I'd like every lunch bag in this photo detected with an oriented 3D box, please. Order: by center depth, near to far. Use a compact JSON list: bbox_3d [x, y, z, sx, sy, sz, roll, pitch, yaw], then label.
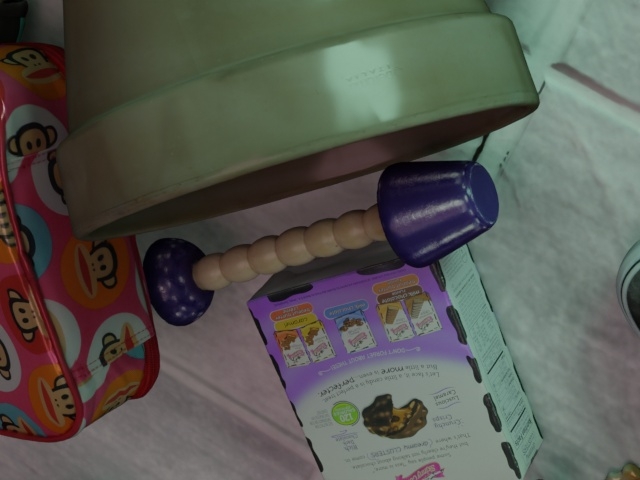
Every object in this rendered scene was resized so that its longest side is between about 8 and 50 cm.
[{"bbox_3d":[-0.262,0.001,1.272,0.258,0.120,0.293,2,111,39],"label":"lunch bag"}]

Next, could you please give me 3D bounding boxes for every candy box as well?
[{"bbox_3d":[0.059,0.102,1.305,0.165,0.070,0.196,-16,104,27],"label":"candy box"}]

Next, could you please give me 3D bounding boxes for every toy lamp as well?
[{"bbox_3d":[0.000,0.000,1.229,0.275,0.080,0.080,-15,105,31],"label":"toy lamp"}]

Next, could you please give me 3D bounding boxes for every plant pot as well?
[{"bbox_3d":[-0.046,-0.174,1.118,0.323,0.323,0.280,-17,89,28],"label":"plant pot"}]

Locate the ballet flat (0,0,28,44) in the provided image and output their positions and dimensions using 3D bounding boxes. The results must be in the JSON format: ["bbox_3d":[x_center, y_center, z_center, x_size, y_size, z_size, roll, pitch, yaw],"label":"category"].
[{"bbox_3d":[-0.344,-0.240,1.323,0.280,0.095,0.096,38,112,-8],"label":"ballet flat"}]

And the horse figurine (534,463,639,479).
[{"bbox_3d":[0.240,0.289,1.313,0.263,0.066,0.174,42,115,-1],"label":"horse figurine"}]

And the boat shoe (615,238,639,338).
[{"bbox_3d":[0.343,0.118,1.156,0.335,0.119,0.121,37,121,4],"label":"boat shoe"}]
